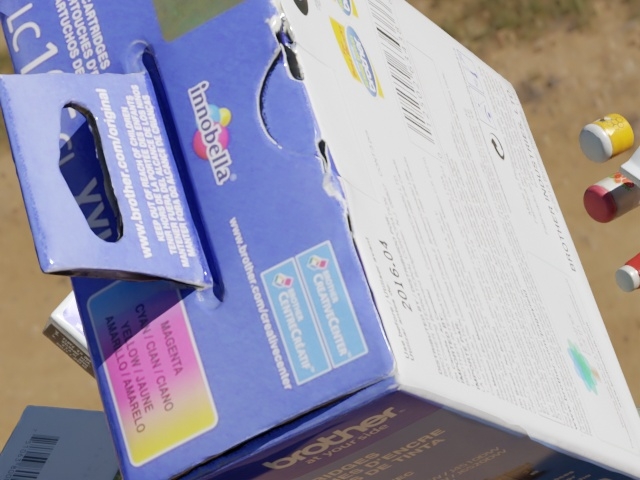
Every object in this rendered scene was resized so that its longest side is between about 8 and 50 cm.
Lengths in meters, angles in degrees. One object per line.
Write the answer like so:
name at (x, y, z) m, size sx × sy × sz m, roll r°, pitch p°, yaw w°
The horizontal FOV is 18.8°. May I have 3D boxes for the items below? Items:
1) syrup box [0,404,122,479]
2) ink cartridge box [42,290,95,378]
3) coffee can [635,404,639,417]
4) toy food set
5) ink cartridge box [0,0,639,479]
syrup box at (-0.116, 0.214, 1.209) m, size 0.096 × 0.237 × 0.093 m, roll 2°, pitch 47°, yaw 29°
ink cartridge box at (-0.096, 0.069, 1.641) m, size 0.208 × 0.206 × 0.045 m, roll -51°, pitch 5°, yaw -32°
coffee can at (0.265, 0.273, 1.436) m, size 0.201 × 0.275 × 0.201 m, roll -19°, pitch 2°, yaw 1°
toy food set at (0.307, -0.019, 1.784) m, size 0.104 × 0.111 × 0.232 m, roll -27°, pitch 51°, yaw -31°
ink cartridge box at (0.000, 0.000, 0.958) m, size 0.151 × 0.395 × 0.270 m, roll -26°, pitch 65°, yaw 19°
